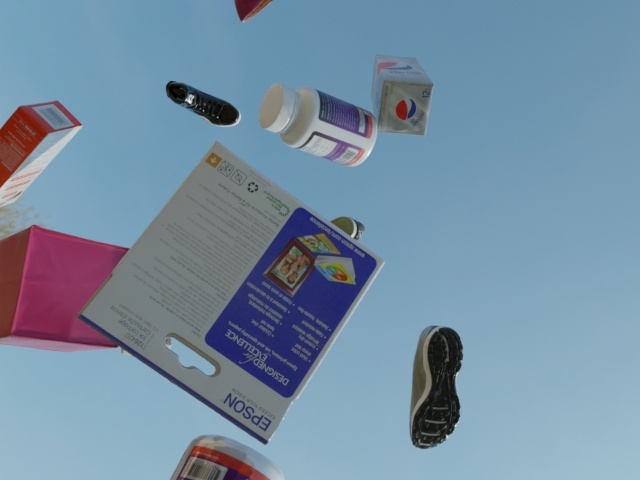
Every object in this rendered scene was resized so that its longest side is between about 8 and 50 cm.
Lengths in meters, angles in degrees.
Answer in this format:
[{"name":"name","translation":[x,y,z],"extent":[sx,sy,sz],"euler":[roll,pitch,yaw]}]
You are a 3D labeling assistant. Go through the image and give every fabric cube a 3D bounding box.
[{"name":"fabric cube","translation":[-0.646,0.128,1.486],"extent":[0.258,0.254,0.259],"euler":[-13,-114,45]}]

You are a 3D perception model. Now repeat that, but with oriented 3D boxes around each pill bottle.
[{"name":"pill bottle","translation":[-0.006,-0.205,1.072],"extent":[0.108,0.194,0.108],"euler":[-26,-123,49]},{"name":"pill bottle","translation":[-0.192,0.482,0.947],"extent":[0.182,0.323,0.181],"euler":[17,-36,13]}]

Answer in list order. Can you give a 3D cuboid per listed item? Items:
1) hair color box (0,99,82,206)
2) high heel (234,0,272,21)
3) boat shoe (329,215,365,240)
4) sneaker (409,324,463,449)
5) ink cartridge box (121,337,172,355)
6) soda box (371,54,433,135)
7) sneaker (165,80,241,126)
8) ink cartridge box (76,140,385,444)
[{"name":"hair color box","translation":[-0.412,-0.112,0.832],"extent":[0.167,0.093,0.053],"euler":[-42,-82,16]},{"name":"high heel","translation":[-0.053,-0.486,1.166],"extent":[0.244,0.082,0.117],"euler":[0,-81,13]},{"name":"boat shoe","translation":[0.000,0.000,1.487],"extent":[0.228,0.069,0.081],"euler":[-16,-102,31]},{"name":"sneaker","translation":[0.242,0.314,1.322],"extent":[0.108,0.100,0.271],"euler":[-167,-94,-78]},{"name":"ink cartridge box","translation":[-0.355,0.177,1.245],"extent":[0.052,0.089,0.122],"euler":[-54,-145,27]},{"name":"soda box","translation":[0.153,-0.292,1.202],"extent":[0.091,0.286,0.098],"euler":[5,-64,0]},{"name":"sneaker","translation":[-0.339,-0.382,1.731],"extent":[0.217,0.121,0.079],"euler":[23,-82,4]},{"name":"ink cartridge box","translation":[-0.115,0.067,0.861],"extent":[0.304,0.307,0.072],"euler":[36,-14,-4]}]
